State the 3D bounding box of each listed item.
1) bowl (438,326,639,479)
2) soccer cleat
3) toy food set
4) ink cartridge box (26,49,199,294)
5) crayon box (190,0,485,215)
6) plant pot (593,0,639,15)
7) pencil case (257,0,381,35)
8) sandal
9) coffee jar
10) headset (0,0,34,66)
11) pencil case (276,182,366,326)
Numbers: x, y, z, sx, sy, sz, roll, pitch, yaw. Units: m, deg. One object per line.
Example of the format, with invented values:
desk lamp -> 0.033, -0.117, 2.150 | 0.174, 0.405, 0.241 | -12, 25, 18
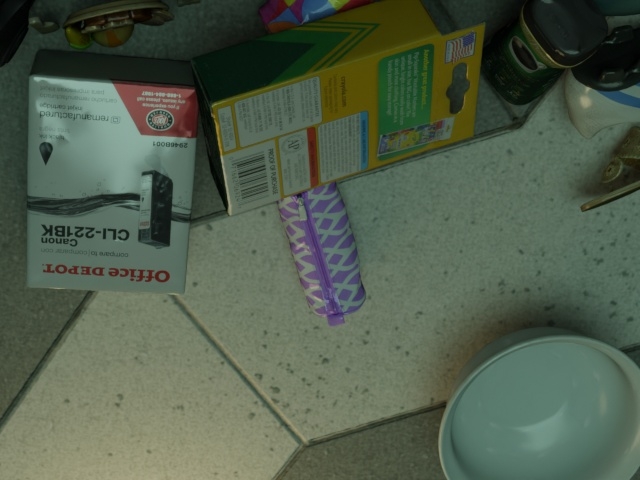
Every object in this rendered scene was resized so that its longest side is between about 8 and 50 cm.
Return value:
bowl -> 0.295, 0.230, 1.636 | 0.297, 0.134, 0.298 | -3, 115, -6
soccer cleat -> 0.452, -0.222, 1.477 | 0.331, 0.116, 0.143 | -17, 145, -7
toy food set -> -0.231, -0.247, 1.364 | 0.192, 0.132, 0.039 | -12, 95, -2
ink cartridge box -> -0.253, -0.078, 1.444 | 0.196, 0.114, 0.273 | 3, 114, -9
crayon box -> 0.023, -0.164, 1.387 | 0.322, 0.083, 0.203 | -18, 146, -10
plant pot -> 0.359, -0.379, 1.333 | 0.290, 0.195, 0.290 | -2, 114, -5
pencil case -> 0.041, -0.300, 1.387 | 0.236, 0.104, 0.104 | -35, 113, 11
sandal -> 0.432, -0.115, 1.542 | 0.240, 0.088, 0.079 | -21, 84, -4
coffee jar -> 0.258, -0.230, 1.388 | 0.079, 0.184, 0.096 | -37, 89, -17
headset -> -0.448, -0.259, 1.353 | 0.243, 0.185, 0.394 | 11, 97, -9
pencil case -> 0.000, 0.000, 1.524 | 0.086, 0.088, 0.206 | -17, 116, 4
